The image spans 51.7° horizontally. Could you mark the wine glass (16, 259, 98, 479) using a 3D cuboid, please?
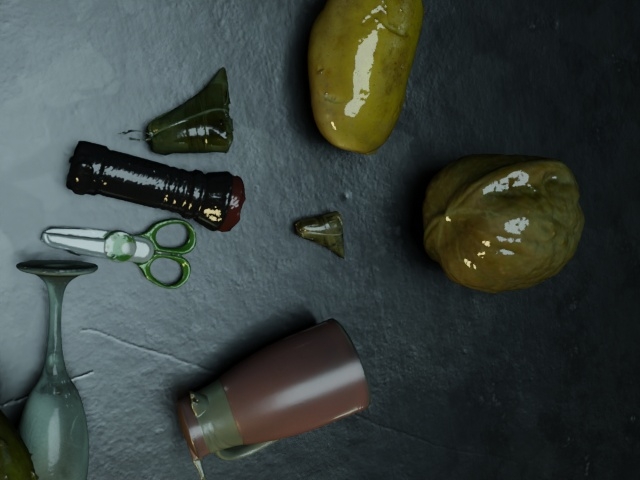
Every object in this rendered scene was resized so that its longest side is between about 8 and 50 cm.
[{"bbox_3d":[-0.427,0.178,0.845,0.264,0.096,0.310,4,95,-3],"label":"wine glass"}]

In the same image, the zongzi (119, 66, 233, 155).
[{"bbox_3d":[-0.202,-0.183,0.920,0.154,0.062,0.130,-4,76,-11],"label":"zongzi"}]

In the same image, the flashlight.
[{"bbox_3d":[-0.221,-0.076,0.896,0.232,0.093,0.093,14,89,-21],"label":"flashlight"}]

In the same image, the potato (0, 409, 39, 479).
[{"bbox_3d":[-0.455,0.232,0.738,0.298,0.141,0.176,32,81,0],"label":"potato"}]

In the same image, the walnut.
[{"bbox_3d":[0.301,-0.032,1.076,0.283,0.283,0.227,-5,57,-26],"label":"walnut"}]

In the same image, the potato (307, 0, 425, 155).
[{"bbox_3d":[0.066,-0.283,0.981,0.173,0.140,0.300,9,97,-34],"label":"potato"}]

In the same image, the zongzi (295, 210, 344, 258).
[{"bbox_3d":[0.000,0.000,1.041,0.076,0.040,0.083,-14,119,-18],"label":"zongzi"}]

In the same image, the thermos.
[{"bbox_3d":[-0.074,0.238,0.976,0.265,0.146,0.176,-21,130,-15],"label":"thermos"}]

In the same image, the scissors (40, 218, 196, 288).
[{"bbox_3d":[-0.273,0.007,0.905,0.204,0.027,0.101,11,89,-29],"label":"scissors"}]
